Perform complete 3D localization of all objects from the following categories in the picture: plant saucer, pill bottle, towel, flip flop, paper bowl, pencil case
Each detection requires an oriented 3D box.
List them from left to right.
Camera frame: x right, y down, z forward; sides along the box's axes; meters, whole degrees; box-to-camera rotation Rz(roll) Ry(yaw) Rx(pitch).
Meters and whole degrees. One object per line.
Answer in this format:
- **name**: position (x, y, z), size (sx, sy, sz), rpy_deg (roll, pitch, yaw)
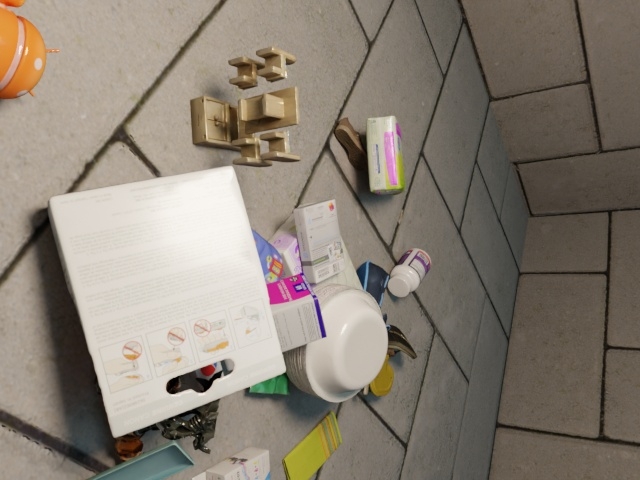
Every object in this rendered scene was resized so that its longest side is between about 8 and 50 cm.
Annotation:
- **plant saucer**: position (-0.312, 0.393, 0.902), size (0.067, 0.192, 0.018), rpy_deg (62, 5, -31)
- **pencil case**: position (-0.203, 0.015, 1.129), size (0.306, 0.119, 0.133), rpy_deg (42, 67, -46)
- **towel**: position (-0.020, 0.566, 1.442), size (0.237, 0.021, 0.102), rpy_deg (-26, 103, -53)
- **paper bowl**: position (0.055, 0.252, 1.308), size (0.284, 0.148, 0.284), rpy_deg (-5, 98, -44)
- **flip flop**: position (0.215, 0.336, 1.750), size (0.277, 0.080, 0.112), rpy_deg (23, 26, -42)
- **pill bottle**: position (0.311, 0.116, 1.886), size (0.193, 0.108, 0.108), rpy_deg (-43, 122, -48)

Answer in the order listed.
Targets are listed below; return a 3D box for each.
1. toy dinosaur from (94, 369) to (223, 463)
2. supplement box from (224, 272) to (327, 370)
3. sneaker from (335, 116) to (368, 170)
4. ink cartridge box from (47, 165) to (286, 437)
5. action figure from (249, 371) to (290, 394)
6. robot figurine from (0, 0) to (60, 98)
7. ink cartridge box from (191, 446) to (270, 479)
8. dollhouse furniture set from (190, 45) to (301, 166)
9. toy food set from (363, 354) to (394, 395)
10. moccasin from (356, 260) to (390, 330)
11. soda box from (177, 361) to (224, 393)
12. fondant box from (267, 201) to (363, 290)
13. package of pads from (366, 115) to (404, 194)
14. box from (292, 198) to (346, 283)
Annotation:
- **toy dinosaur**: position (-0.293, 0.289, 0.957), size (0.164, 0.218, 0.322), rpy_deg (-101, -157, -62)
- **supplement box**: position (-0.113, 0.170, 1.137), size (0.220, 0.111, 0.114), rpy_deg (-19, 121, -11)
- **sneaker**: position (0.112, -0.302, 1.665), size (0.188, 0.066, 0.071), rpy_deg (54, 45, -39)
- **ink cartridge box**: position (-0.252, 0.086, 0.910), size (0.308, 0.091, 0.385), rpy_deg (-15, 90, -29)
- **action figure**: position (-0.110, 0.249, 1.293), size (0.137, 0.063, 0.232), rpy_deg (23, 73, -51)
- **robot figurine**: position (-0.481, -0.276, 0.733), size (0.219, 0.128, 0.158), rpy_deg (17, 73, -54)
- **ink cartridge box**: position (-0.188, 0.533, 1.155), size (0.181, 0.061, 0.104), rpy_deg (-5, 91, -55)
- **dollhouse furniture set**: position (-0.133, -0.263, 1.144), size (0.161, 0.242, 0.212), rpy_deg (-3, 91, -56)
- **toy food set**: position (0.158, 0.417, 1.671), size (0.218, 0.071, 0.128), rpy_deg (25, 67, -57)
- **moccasin**: position (0.153, 0.224, 1.595), size (0.116, 0.137, 0.342), rpy_deg (22, 66, -17)
- **soda box**: position (-0.259, 0.215, 1.068), size (0.069, 0.073, 0.216), rpy_deg (-28, 111, -53)
- **fondant box**: position (-0.013, 0.099, 1.422), size (0.238, 0.096, 0.330), rpy_deg (-53, 128, -44)
- **package of pads**: position (0.213, -0.258, 1.702), size (0.296, 0.101, 0.229), rpy_deg (-21, 106, -77)
- **box**: position (0.000, 0.000, 1.333), size (0.145, 0.038, 0.186), rpy_deg (-22, 106, -54)
